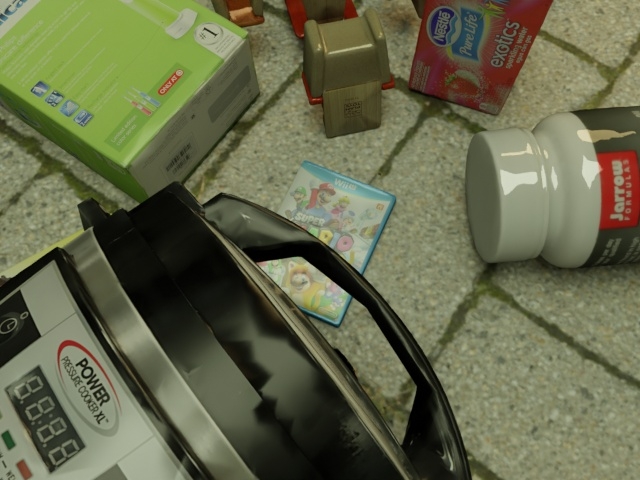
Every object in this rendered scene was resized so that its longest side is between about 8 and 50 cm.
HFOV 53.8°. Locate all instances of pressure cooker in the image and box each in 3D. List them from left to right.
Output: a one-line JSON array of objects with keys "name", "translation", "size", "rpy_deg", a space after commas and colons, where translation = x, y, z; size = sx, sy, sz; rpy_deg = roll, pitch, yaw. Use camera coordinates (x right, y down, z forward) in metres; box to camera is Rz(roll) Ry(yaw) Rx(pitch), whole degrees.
[{"name": "pressure cooker", "translation": [-0.117, 0.169, 0.469], "size": [0.420, 0.375, 0.370], "rpy_deg": [-36, 113, -12]}]

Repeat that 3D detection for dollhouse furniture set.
[{"name": "dollhouse furniture set", "translation": [0.006, -0.271, 0.776], "size": [0.261, 0.135, 0.259], "rpy_deg": [-12, 58, -3]}]

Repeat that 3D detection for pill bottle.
[{"name": "pill bottle", "translation": [0.304, -0.055, 0.644], "size": [0.283, 0.161, 0.161], "rpy_deg": [-5, 69, 0]}]

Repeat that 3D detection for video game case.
[{"name": "video game case", "translation": [0.000, 0.000, 0.711], "size": [0.119, 0.015, 0.166], "rpy_deg": [22, 71, 10]}]

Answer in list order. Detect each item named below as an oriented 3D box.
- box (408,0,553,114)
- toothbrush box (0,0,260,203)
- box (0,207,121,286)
[{"name": "box", "translation": [0.182, -0.268, 0.677], "size": [0.122, 0.257, 0.128], "rpy_deg": [18, 71, 7]}, {"name": "toothbrush box", "translation": [-0.246, -0.202, 0.739], "size": [0.283, 0.122, 0.206], "rpy_deg": [33, 73, 12]}, {"name": "box", "translation": [-0.273, 0.061, 0.634], "size": [0.087, 0.058, 0.232], "rpy_deg": [43, 55, 15]}]
